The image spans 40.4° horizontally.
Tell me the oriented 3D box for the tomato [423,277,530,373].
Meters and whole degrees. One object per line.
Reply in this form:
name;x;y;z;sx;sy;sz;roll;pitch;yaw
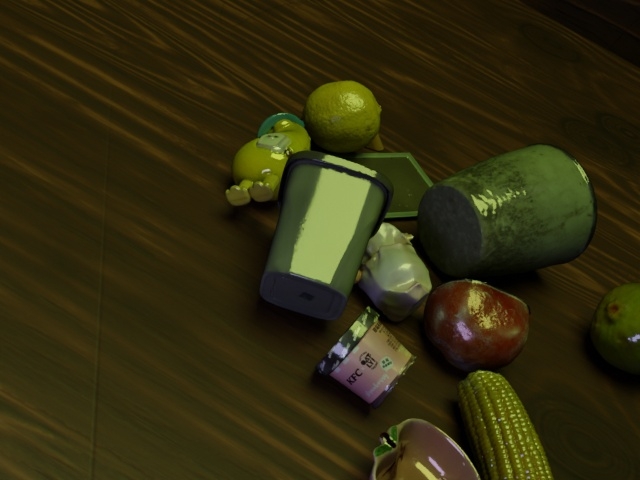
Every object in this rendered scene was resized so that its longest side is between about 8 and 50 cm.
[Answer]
tomato;0.313;0.188;1.754;0.214;0.180;0.155;19;54;-10

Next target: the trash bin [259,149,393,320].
trash bin;0.000;0.000;1.672;0.220;0.219;0.250;17;63;1

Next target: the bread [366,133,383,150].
bread;0.116;-0.268;2.228;0.062;0.103;0.049;-19;30;10

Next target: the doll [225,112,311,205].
doll;-0.093;-0.181;1.913;0.200;0.145;0.363;-5;30;20

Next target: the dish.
dish;0.158;0.410;1.452;0.213;0.090;0.213;18;41;-16

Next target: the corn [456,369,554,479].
corn;0.334;0.382;1.561;0.131;0.131;0.344;10;41;-22

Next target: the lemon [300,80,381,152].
lemon;0.048;-0.299;2.113;0.203;0.178;0.178;-8;40;10

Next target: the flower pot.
flower pot;0.411;-0.050;1.976;0.330;0.293;0.293;-16;56;-34

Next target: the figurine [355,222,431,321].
figurine;0.140;0.044;1.817;0.200;0.133;0.275;0;45;-26

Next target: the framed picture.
framed picture;0.160;-0.133;2.120;0.293;0.018;0.231;-5;48;-34

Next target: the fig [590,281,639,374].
fig;0.726;0.204;1.934;0.230;0.207;0.207;30;38;-4

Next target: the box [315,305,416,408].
box;0.087;0.218;1.585;0.135;0.151;0.151;42;39;3
